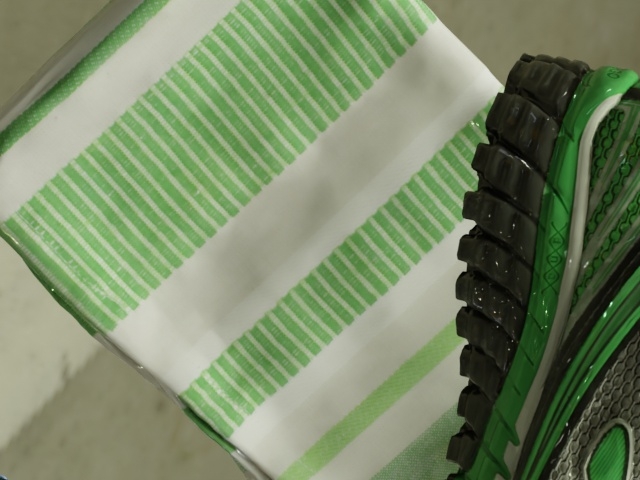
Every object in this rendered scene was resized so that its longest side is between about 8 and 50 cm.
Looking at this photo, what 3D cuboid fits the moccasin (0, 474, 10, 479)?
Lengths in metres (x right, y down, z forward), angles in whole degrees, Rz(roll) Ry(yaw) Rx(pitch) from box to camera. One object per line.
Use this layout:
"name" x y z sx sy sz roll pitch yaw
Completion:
"moccasin" -0.297 0.271 1.667 0.116 0.342 0.138 -6 96 -35

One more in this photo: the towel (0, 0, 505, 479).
"towel" 0.000 0.000 0.978 0.248 0.325 0.038 -44 -173 7

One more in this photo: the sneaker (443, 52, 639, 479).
"sneaker" 0.129 0.100 0.815 0.134 0.146 0.344 -41 137 -65
